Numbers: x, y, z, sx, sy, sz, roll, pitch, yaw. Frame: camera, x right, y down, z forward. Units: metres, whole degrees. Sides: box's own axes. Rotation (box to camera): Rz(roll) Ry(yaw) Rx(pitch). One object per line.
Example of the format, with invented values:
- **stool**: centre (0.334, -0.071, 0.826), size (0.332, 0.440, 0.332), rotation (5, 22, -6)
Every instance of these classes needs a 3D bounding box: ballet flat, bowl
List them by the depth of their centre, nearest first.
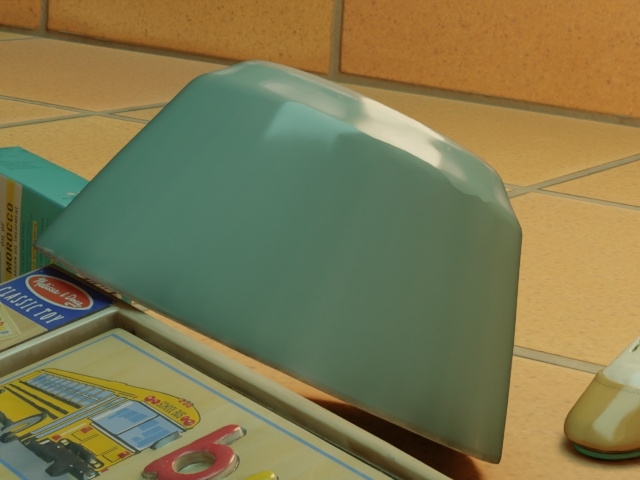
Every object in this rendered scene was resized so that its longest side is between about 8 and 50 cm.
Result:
- **bowl**: centre (0.000, 0.000, 1.014), size (0.311, 0.163, 0.311), rotation (26, -4, 2)
- **ballet flat**: centre (0.243, 0.092, 1.151), size (0.080, 0.073, 0.232), rotation (14, 16, 37)

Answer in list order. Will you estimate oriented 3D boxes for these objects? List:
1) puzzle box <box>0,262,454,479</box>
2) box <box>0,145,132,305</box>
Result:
- **puzzle box**: centre (-0.142, 0.125, 0.747), size (0.272, 0.052, 0.409), rotation (-23, 25, -30)
- **box**: centre (-0.231, -0.007, 1.361), size (0.060, 0.101, 0.244), rotation (-4, 15, -32)
